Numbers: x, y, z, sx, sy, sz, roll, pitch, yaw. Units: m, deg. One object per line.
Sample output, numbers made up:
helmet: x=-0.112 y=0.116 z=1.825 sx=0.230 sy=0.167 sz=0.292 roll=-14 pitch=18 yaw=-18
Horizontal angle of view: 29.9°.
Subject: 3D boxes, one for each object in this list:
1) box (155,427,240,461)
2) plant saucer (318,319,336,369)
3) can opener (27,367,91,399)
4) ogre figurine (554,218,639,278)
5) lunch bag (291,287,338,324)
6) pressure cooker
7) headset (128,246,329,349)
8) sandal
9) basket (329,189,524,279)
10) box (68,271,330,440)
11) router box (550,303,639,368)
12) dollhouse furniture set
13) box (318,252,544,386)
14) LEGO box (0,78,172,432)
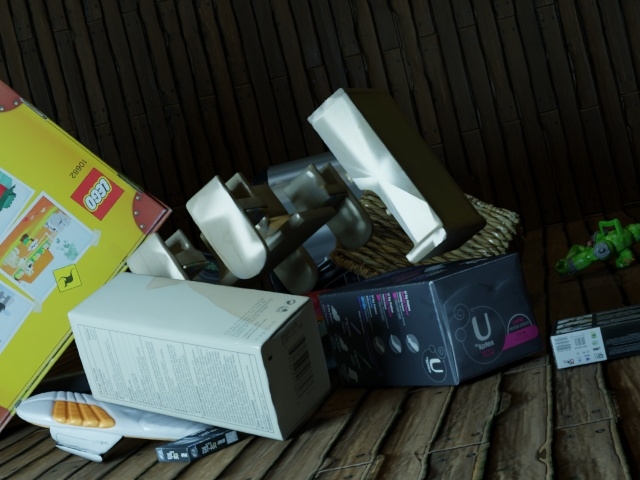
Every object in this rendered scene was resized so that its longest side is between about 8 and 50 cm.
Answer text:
box: x=-0.153 y=0.256 z=1.502 sx=0.083 sy=0.018 sz=0.067 roll=-16 pitch=4 yaw=-42
plant saucer: x=0.039 y=0.142 z=1.857 sx=0.195 sy=0.037 sz=0.195 roll=-23 pitch=-22 yaw=-10
can opener: x=-0.585 y=0.289 z=2.410 sx=0.281 sy=0.093 sz=0.074 roll=-9 pitch=2 yaw=5
ogre figurine: x=0.554 y=0.013 z=2.340 sx=0.197 sy=0.096 sz=0.118 roll=-2 pitch=-15 yaw=-30
lunch bag: x=-0.073 y=0.156 z=2.170 sx=0.293 sy=0.120 sz=0.258 roll=-13 pitch=2 yaw=29
pressure cooker: x=0.092 y=-0.027 z=2.510 sx=0.421 sy=0.375 sz=0.370 roll=-14 pitch=-1 yaw=3
headset: x=-0.169 y=0.139 z=2.014 sx=0.185 sy=0.243 sz=0.394 roll=-15 pitch=22 yaw=-43
sandal: x=-0.276 y=0.260 z=1.594 sx=0.265 sy=0.076 sz=0.102 roll=7 pitch=13 yaw=3
basket: x=0.197 y=0.030 z=2.199 sx=0.299 sy=0.223 sz=0.213 roll=23 pitch=-15 yaw=18
box: x=-0.157 y=0.141 z=1.534 sx=0.311 sy=0.148 sz=0.121 roll=8 pitch=33 yaw=32
router box: x=0.383 y=0.113 z=1.506 sx=0.179 sy=0.046 sz=0.133 roll=-13 pitch=2 yaw=14
dollhouse furniture set: x=0.000 y=0.000 z=1.764 sx=0.394 sy=0.256 sz=0.362 roll=-41 pitch=-12 yaw=24
box: x=0.146 y=0.113 z=1.655 sx=0.165 sy=0.143 sz=0.270 roll=-17 pitch=3 yaw=-33
LEGO box: x=-0.561 y=0.032 z=2.069 sx=0.500 sy=0.372 sz=0.193 roll=-53 pitch=11 yaw=-9
